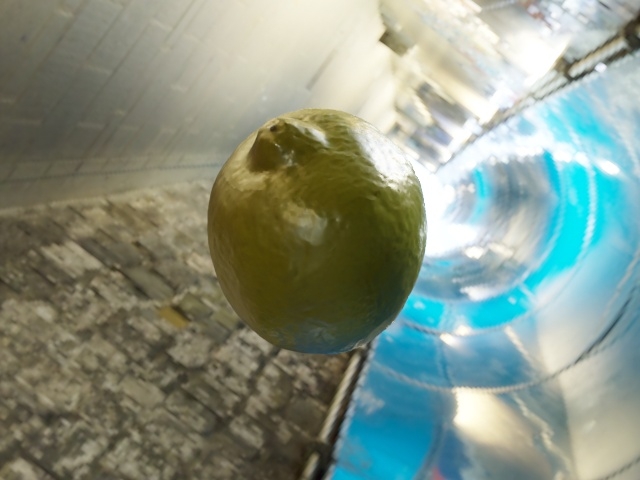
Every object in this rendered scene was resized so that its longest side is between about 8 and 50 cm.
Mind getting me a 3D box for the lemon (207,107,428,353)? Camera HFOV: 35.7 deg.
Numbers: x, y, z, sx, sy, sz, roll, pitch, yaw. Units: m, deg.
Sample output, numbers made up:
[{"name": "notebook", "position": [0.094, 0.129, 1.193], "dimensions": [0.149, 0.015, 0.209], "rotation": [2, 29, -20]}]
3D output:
[{"name": "lemon", "position": [0.000, 0.000, 0.817], "dimensions": [0.184, 0.184, 0.248], "rotation": [-52, 148, -35]}]
